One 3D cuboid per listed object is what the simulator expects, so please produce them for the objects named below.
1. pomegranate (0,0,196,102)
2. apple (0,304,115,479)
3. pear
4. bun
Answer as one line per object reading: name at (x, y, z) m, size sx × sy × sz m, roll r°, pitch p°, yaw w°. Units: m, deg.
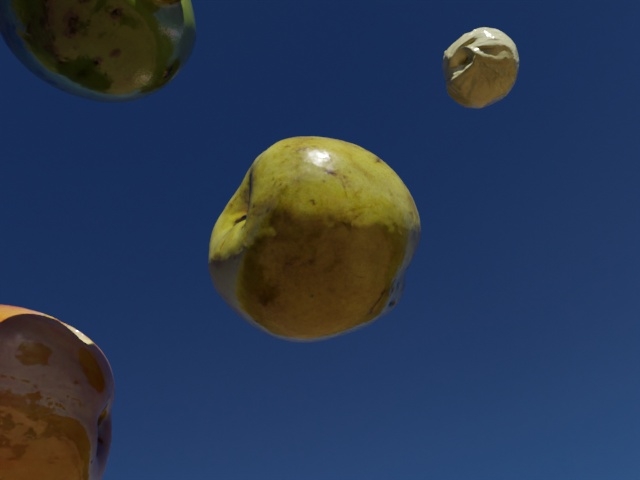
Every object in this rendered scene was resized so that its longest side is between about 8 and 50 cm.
pomegranate at (-0.196, -0.237, 0.655) m, size 0.248 × 0.202 × 0.202 m, roll -18°, pitch -40°, yaw 29°
apple at (-0.342, 0.193, 0.751) m, size 0.241 × 0.242 × 0.242 m, roll 10°, pitch -45°, yaw 6°
pear at (0.000, 0.000, 0.999) m, size 0.304 × 0.304 × 0.304 m, roll -9°, pitch -44°, yaw -9°
bun at (0.163, -0.181, 0.710) m, size 0.055 × 0.086 × 0.086 m, roll -4°, pitch -38°, yaw -53°
